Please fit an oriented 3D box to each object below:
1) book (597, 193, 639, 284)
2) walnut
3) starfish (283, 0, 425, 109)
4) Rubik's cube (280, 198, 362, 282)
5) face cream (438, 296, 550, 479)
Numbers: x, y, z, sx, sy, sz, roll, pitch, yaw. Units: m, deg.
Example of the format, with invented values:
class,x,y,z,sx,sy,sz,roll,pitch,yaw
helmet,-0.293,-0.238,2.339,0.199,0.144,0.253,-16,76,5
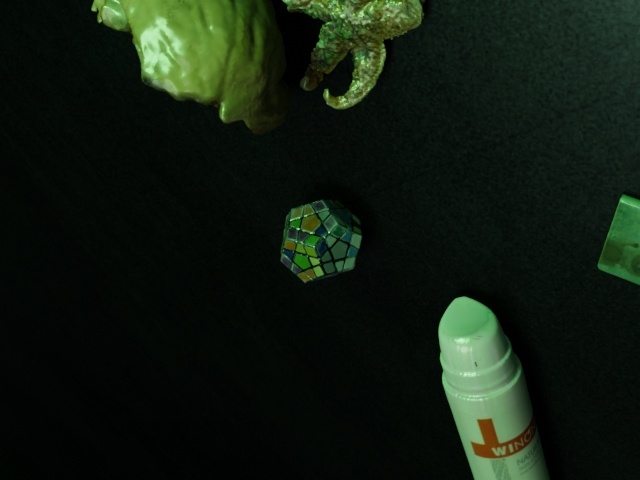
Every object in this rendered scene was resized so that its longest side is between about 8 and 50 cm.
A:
class,x,y,z,sx,sy,sz,roll,pitch,yaw
book,0.357,0.018,0.894,0.135,0.017,0.103,23,136,20
walnut,-0.120,-0.220,0.925,0.238,0.204,0.141,32,108,-2
starfish,0.034,-0.235,0.907,0.150,0.053,0.209,14,130,11
Rubik's cube,0.000,0.000,1.095,0.093,0.111,0.111,30,148,58
face cream,0.223,0.229,1.126,0.102,0.102,0.345,4,130,35
